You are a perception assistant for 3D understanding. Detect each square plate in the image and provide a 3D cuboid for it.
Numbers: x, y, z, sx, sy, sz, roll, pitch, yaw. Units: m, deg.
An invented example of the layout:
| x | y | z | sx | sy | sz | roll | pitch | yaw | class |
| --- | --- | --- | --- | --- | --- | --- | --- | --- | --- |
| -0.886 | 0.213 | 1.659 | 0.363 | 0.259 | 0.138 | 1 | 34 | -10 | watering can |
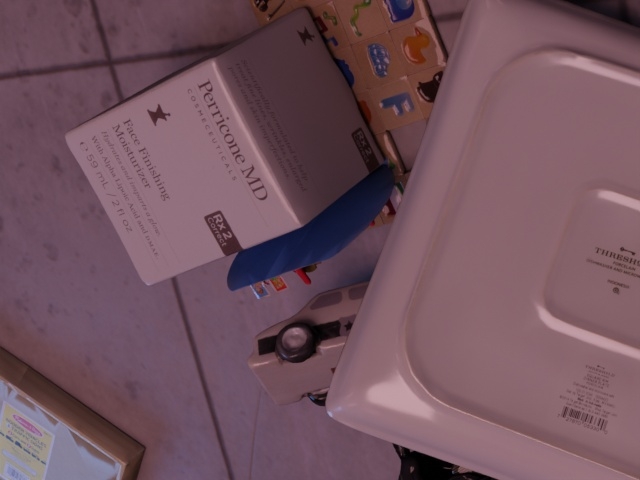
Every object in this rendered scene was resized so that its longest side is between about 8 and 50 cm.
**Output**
| x | y | z | sx | sy | sz | roll | pitch | yaw | class |
| --- | --- | --- | --- | --- | --- | --- | --- | --- | --- |
| 0.213 | 0.023 | 0.923 | 0.347 | 0.049 | 0.344 | 20 | 90 | 12 | square plate |

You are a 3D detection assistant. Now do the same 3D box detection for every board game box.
| x | y | z | sx | sy | sz | roll | pitch | yaw | class |
| --- | --- | --- | --- | --- | --- | --- | --- | --- | --- |
| 0.000 | 0.000 | 1.125 | 0.168 | 0.133 | 0.033 | -19 | 116 | 37 | board game box |

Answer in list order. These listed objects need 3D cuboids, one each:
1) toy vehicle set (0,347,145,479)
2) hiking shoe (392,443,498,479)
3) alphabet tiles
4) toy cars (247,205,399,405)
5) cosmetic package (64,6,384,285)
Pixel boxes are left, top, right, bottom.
| x | y | z | sx | sy | sz | roll | pitch | yaw | class |
| --- | --- | --- | --- | --- | --- | --- | --- | --- | --- |
| -0.330 | 0.229 | 1.511 | 0.267 | 0.035 | 0.166 | 32 | 126 | 15 | toy vehicle set |
| 0.160 | 0.234 | 1.176 | 0.227 | 0.086 | 0.114 | 3 | 118 | 32 | hiking shoe |
| 0.026 | -0.125 | 1.131 | 0.198 | 0.009 | 0.237 | -15 | 104 | 37 | alphabet tiles |
| 0.090 | 0.021 | 1.099 | 0.176 | 0.087 | 0.393 | 17 | 138 | -30 | toy cars |
| -0.079 | -0.078 | 1.116 | 0.183 | 0.151 | 0.151 | -21 | 102 | 37 | cosmetic package |
